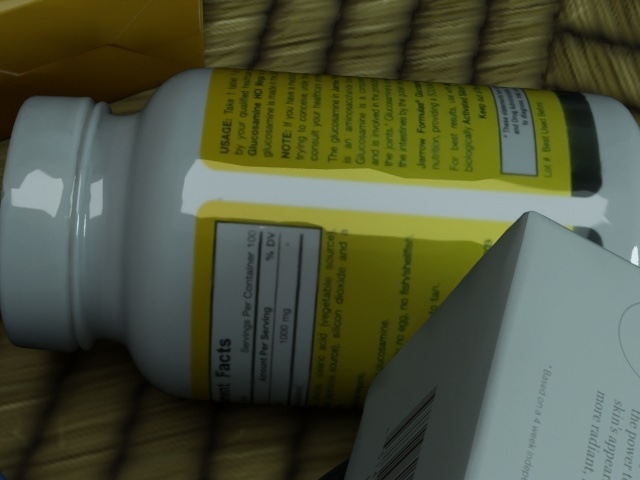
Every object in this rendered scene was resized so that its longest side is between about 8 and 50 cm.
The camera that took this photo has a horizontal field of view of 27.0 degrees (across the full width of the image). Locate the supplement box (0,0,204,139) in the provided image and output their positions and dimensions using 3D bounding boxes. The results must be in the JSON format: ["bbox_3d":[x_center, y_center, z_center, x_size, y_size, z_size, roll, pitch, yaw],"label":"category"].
[{"bbox_3d":[-0.199,-0.192,0.871,0.191,0.129,0.194,-21,66,-14],"label":"supplement box"}]

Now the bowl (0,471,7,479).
[{"bbox_3d":[-0.290,0.249,0.620,0.391,0.077,0.391,-5,64,10],"label":"bowl"}]

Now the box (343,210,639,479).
[{"bbox_3d":[0.180,0.180,0.582,0.345,0.168,0.215,27,48,-7],"label":"box"}]

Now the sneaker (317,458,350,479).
[{"bbox_3d":[0.024,0.290,0.649,0.147,0.145,0.385,28,50,-29],"label":"sneaker"}]

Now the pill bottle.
[{"bbox_3d":[0.000,0.000,0.749,0.333,0.188,0.188,4,62,-1],"label":"pill bottle"}]
